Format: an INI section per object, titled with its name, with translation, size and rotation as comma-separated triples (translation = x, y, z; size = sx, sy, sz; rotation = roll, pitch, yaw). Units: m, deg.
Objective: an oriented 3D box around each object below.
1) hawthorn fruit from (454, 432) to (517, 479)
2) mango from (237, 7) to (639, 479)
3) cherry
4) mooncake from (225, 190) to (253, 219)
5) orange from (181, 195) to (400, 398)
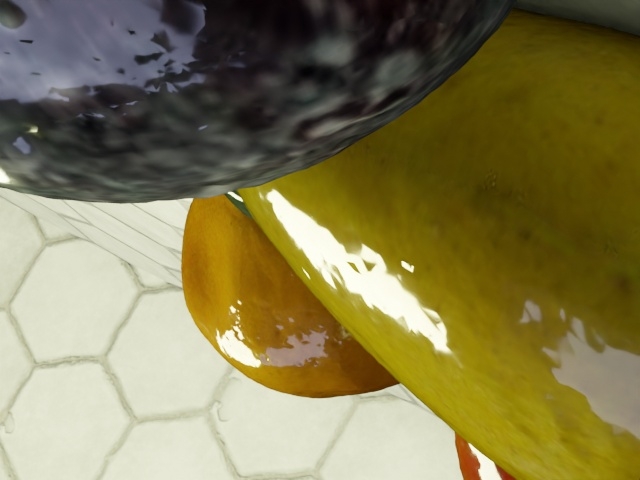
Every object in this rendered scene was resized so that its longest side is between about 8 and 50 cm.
[hawthorn fruit]
translation = 0.242, 0.169, 1.241
size = 0.275, 0.275, 0.299
rotation = 27, -173, 17
[mango]
translation = 0.115, -0.002, 0.846
size = 0.445, 0.220, 0.301
rotation = 31, 165, 18
[cherry]
translation = -0.039, -0.131, 0.552
size = 0.218, 0.296, 0.255
rotation = 61, -165, -21
[mooncake]
translation = -0.007, -0.087, 1.070
size = 0.175, 0.168, 0.104
rotation = 61, -170, 22
[orange]
translation = 0.000, 0.000, 1.196
size = 0.249, 0.249, 0.183
rotation = 20, 150, 43
